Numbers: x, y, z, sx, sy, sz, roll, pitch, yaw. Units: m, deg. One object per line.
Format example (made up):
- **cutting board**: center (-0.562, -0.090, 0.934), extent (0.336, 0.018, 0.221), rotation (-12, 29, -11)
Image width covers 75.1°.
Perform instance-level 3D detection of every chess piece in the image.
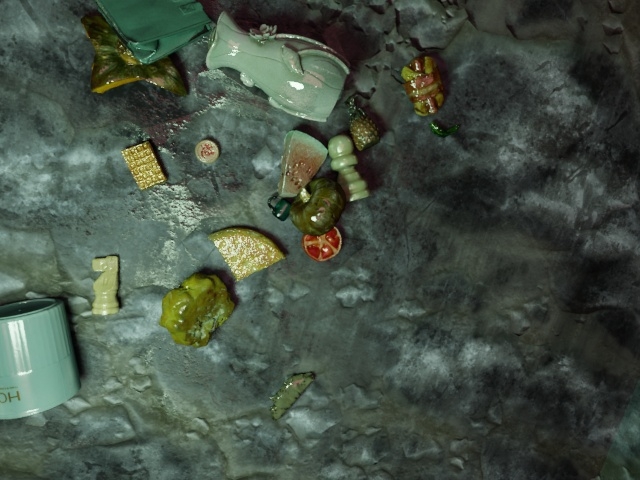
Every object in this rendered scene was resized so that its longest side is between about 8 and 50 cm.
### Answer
- **chess piece**: center (-0.394, -0.310, 1.449), extent (0.083, 0.038, 0.084), rotation (-2, 98, -11)
- **chess piece**: center (-0.747, 0.154, 1.452), extent (0.090, 0.090, 0.200), rotation (1, 89, -11)
- **chess piece**: center (0.091, -0.261, 1.507), extent (0.133, 0.133, 0.243), rotation (-18, 97, -7)

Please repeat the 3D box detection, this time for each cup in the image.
- **cup**: center (-0.973, 0.365, 1.381), extent (0.257, 0.331, 0.311), rotation (-12, 102, -43)

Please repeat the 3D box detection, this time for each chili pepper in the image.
- **chili pepper**: center (0.470, -0.420, 1.591), extent (0.118, 0.035, 0.055), rotation (8, 115, -8)

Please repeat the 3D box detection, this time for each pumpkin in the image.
- **pumpkin**: center (-0.594, -0.592, 1.333), extent (0.290, 0.095, 0.258), rotation (-8, 89, -18)
- **pumpkin**: center (-0.016, -0.123, 1.425), extent (0.162, 0.219, 0.219), rotation (40, 91, -31)

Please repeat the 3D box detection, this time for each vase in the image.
- **vase**: center (-0.141, -0.567, 1.359), extent (0.445, 0.250, 0.250), rotation (21, 96, -10)

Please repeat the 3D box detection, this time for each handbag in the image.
- **handbag**: center (-0.511, -0.691, 1.279), extent (0.274, 0.100, 0.269), rotation (-36, 80, -22)

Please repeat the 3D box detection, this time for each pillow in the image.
- **pillow**: center (-0.130, 0.606, 1.652), extent (0.093, 0.051, 0.241), rotation (41, 92, -19)

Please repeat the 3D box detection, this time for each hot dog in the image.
- **hot dog**: center (0.381, -0.561, 1.514), extent (0.146, 0.103, 0.213), rotation (-31, 105, -4)

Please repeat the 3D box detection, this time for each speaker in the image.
- **speaker**: center (-0.147, -0.119, 1.506), extent (0.075, 0.060, 0.094), rotation (-55, 137, 1)

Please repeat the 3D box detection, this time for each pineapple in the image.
- **pineapple**: center (0.140, -0.427, 1.503), extent (0.108, 0.108, 0.198), rotation (-26, 91, -5)

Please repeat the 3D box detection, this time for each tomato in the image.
- **tomato**: center (0.000, 0.000, 1.559), extent (0.155, 0.069, 0.155), rotation (-5, 104, -19)

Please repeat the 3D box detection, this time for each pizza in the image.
- **pizza**: center (-0.274, 0.053, 1.525), extent (0.292, 0.058, 0.197), rotation (13, 98, -11)

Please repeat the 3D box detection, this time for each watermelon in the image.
- **watermelon**: center (-0.085, -0.260, 1.500), extent (0.154, 0.094, 0.241), rotation (21, 97, -23)

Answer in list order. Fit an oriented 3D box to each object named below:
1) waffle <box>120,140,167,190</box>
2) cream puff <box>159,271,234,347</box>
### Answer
- **waffle**: center (-0.598, -0.252, 1.418), extent (0.102, 0.042, 0.148), rotation (-23, 103, -4)
- **cream puff**: center (-0.446, 0.239, 1.479), extent (0.282, 0.185, 0.282), rotation (-27, 127, -42)
